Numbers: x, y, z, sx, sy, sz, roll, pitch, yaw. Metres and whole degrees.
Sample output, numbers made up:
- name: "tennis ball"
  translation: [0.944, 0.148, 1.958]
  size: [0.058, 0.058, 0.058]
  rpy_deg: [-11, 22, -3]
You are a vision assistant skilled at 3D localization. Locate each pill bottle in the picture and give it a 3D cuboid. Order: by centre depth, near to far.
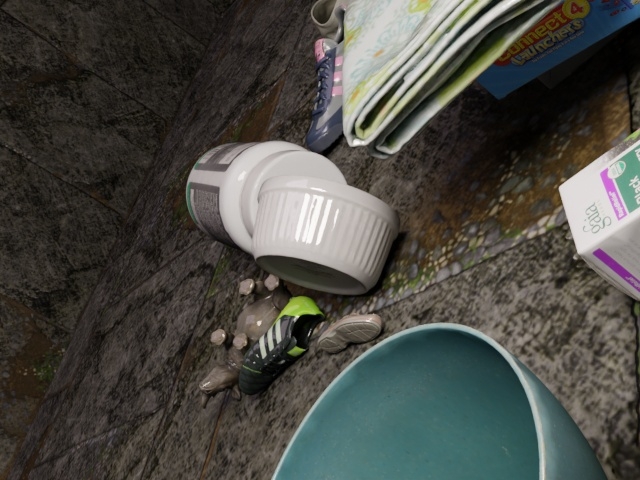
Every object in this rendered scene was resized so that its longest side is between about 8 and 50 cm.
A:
- name: "pill bottle"
  translation: [-0.100, -0.073, 1.325]
  size: [0.204, 0.204, 0.361]
  rpy_deg: [-59, 23, -6]

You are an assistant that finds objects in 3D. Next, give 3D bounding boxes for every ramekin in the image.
- name: "ramekin"
  translation: [0.000, 0.000, 1.055]
  size: [0.207, 0.207, 0.109]
  rpy_deg: [-12, 58, 58]

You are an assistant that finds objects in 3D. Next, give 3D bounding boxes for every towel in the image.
- name: "towel"
  translation: [0.144, -0.297, 0.849]
  size: [0.320, 0.090, 0.374]
  rpy_deg: [-40, 28, 32]

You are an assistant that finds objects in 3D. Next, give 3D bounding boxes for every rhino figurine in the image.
- name: "rhino figurine"
  translation: [-0.122, 0.166, 1.205]
  size: [0.073, 0.106, 0.243]
  rpy_deg: [28, 84, 29]

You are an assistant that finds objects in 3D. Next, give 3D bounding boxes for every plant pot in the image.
- name: "plant pot"
  translation: [0.107, 0.234, 0.552]
  size: [0.290, 0.195, 0.290]
  rpy_deg: [-43, 28, 29]

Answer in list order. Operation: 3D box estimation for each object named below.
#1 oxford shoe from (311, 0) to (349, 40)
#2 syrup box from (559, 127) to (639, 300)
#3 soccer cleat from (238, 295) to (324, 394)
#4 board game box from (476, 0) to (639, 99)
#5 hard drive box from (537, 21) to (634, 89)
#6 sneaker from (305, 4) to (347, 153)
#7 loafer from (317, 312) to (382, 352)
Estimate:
- name: "oxford shoe"
  translation: [0.134, -0.553, 1.589]
  size: [0.449, 0.130, 0.169]
  rpy_deg: [-27, 35, 46]
- name: "syrup box"
  translation: [0.328, -0.059, 0.627]
  size: [0.237, 0.096, 0.093]
  rpy_deg: [-39, 29, 32]
- name: "soccer cleat"
  translation: [-0.061, 0.165, 1.138]
  size: [0.179, 0.060, 0.072]
  rpy_deg: [-55, 36, 1]
- name: "board game box"
  translation: [0.304, -0.352, 0.831]
  size: [0.302, 0.086, 0.308]
  rpy_deg: [-27, 37, 48]
- name: "hard drive box"
  translation: [0.327, -0.340, 0.992]
  size: [0.181, 0.089, 0.232]
  rpy_deg: [-40, 29, 32]
- name: "sneaker"
  translation: [0.022, -0.326, 1.504]
  size: [0.112, 0.131, 0.319]
  rpy_deg: [-13, 49, 57]
- name: "loafer"
  translation: [0.040, 0.117, 1.021]
  size: [0.125, 0.045, 0.039]
  rpy_deg: [-32, 26, 48]
